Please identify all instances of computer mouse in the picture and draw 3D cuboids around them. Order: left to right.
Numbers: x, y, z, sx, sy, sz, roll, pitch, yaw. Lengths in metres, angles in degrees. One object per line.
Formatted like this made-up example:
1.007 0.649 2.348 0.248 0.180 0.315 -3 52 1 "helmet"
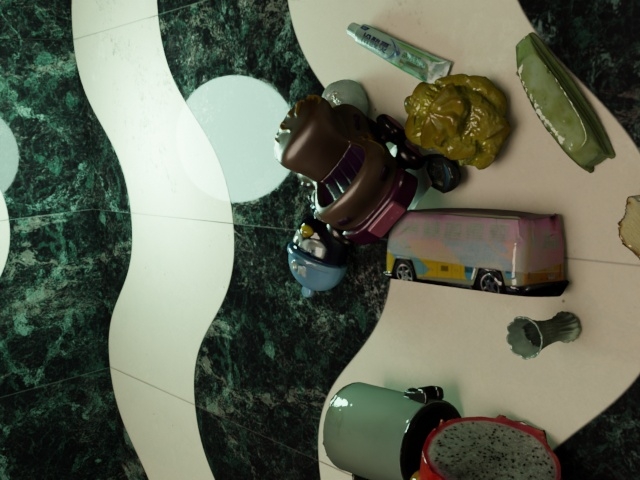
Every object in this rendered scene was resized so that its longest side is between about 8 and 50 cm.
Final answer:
0.262 -0.148 1.643 0.135 0.047 0.079 24 123 57 "computer mouse"

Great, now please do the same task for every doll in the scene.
0.000 0.000 1.914 0.177 0.141 0.314 30 115 43 "doll"

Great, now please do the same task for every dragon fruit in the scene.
0.338 0.519 1.536 0.305 0.305 0.225 29 127 42 "dragon fruit"

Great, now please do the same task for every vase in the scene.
0.429 0.174 1.442 0.081 0.149 0.081 9 101 51 "vase"

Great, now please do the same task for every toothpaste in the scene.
0.168 -0.419 1.694 0.297 0.048 0.074 39 126 34 "toothpaste"

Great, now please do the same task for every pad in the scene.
0.197 -0.158 1.702 0.113 0.006 0.187 -56 37 42 "pad"

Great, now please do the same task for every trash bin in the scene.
0.168 0.457 1.763 0.263 0.217 0.277 3 90 50 "trash bin"

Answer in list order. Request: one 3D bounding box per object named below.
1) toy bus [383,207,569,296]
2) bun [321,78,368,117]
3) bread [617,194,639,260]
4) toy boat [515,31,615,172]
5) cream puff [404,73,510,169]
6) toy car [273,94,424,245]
0.304 0.015 1.552 0.386 0.171 0.162 5 92 49 "toy bus"
0.050 -0.314 1.825 0.141 0.083 0.140 17 114 44 "bun"
0.567 -0.016 1.297 0.126 0.044 0.129 50 164 38 "bread"
0.434 -0.258 1.408 0.093 0.055 0.293 -42 67 43 "toy boat"
0.264 -0.247 1.521 0.221 0.195 0.194 28 119 39 "cream puff"
0.045 -0.167 1.657 0.271 0.240 0.340 -50 37 19 "toy car"
